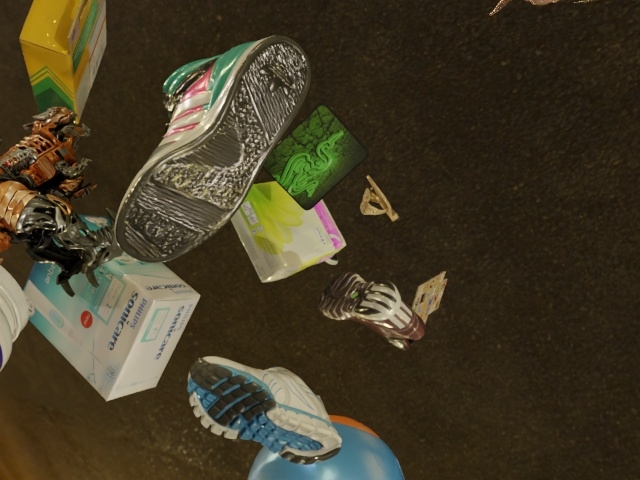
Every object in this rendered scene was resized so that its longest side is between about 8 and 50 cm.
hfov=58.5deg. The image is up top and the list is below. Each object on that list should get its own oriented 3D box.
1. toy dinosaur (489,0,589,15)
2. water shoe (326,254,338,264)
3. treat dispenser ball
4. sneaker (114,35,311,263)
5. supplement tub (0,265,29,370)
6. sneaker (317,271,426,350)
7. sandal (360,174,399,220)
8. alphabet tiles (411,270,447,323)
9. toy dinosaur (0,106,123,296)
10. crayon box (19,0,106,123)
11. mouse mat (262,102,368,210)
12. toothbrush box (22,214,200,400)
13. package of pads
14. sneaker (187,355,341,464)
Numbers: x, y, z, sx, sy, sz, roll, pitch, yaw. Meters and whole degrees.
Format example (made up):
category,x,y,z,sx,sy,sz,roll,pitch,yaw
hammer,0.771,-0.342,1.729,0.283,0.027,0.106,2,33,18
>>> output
category,x,y,z,sx,sy,sz,roll,pitch,yaw
toy dinosaur,0.518,-0.559,1.241,0.296,0.200,0.127,-16,139,17
water shoe,0.000,0.000,1.752,0.203,0.080,0.073,40,-176,-32
treat dispenser ball,0.010,0.459,1.014,0.288,0.288,0.288,24,129,33
sneaker,-0.151,-0.116,0.682,0.124,0.295,0.178,43,168,-31
supplement tub,-0.614,0.175,0.820,0.241,0.331,0.240,7,125,10
sneaker,0.106,0.154,1.129,0.162,0.106,0.281,43,168,-18
sandal,0.155,-0.096,1.629,0.079,0.240,0.088,-37,61,7
alphabet tiles,0.351,0.207,1.879,0.009,0.237,0.198,26,116,29
toy dinosaur,-0.399,-0.033,0.797,0.218,0.321,0.164,39,163,-34
crayon box,-0.455,-0.374,1.032,0.083,0.203,0.323,16,162,-17
mouse mat,-0.012,-0.174,1.209,0.190,0.007,0.152,-42,104,10
toothbrush box,-0.399,0.114,1.065,0.296,0.126,0.216,35,105,23
package of pads,-0.081,-0.032,1.421,0.101,0.297,0.229,-31,82,33
sneaker,-0.058,0.155,0.571,0.071,0.082,0.191,-36,127,16
